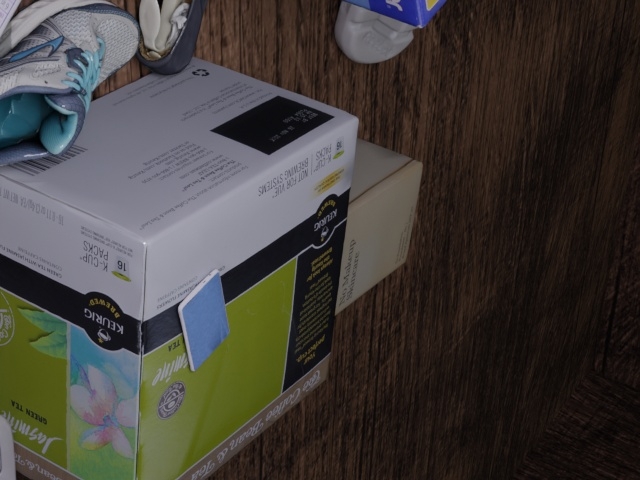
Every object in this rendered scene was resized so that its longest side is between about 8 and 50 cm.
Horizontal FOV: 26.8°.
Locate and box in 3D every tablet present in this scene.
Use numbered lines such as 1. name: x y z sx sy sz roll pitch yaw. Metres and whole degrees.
1. tablet: -0.099 0.068 1.149 0.054 0.006 0.083 -47 148 -34

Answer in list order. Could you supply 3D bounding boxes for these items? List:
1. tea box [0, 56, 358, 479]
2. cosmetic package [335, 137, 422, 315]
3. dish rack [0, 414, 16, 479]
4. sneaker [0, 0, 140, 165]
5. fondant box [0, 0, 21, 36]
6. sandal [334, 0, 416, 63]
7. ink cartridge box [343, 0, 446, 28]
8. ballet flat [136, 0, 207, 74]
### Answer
1. tea box: -0.150 0.041 1.290 0.329 0.220 0.324 -34 138 -49
2. cosmetic package: 0.000 0.000 1.688 0.309 0.113 0.160 -36 141 -50
3. dish rack: -0.406 0.314 1.177 0.333 0.072 0.286 -38 143 -47
4. sneaker: -0.230 -0.116 1.115 0.283 0.122 0.110 -40 144 -46
5. fondant box: -0.336 -0.100 0.778 0.330 0.238 0.096 -64 155 -9
6. sandal: 0.104 -0.409 1.592 0.169 0.102 0.416 0 124 -48
7. ink cartridge box: -0.009 -0.339 1.050 0.151 0.395 0.270 -55 152 -25
8. ballet flat: -0.133 -0.252 1.266 0.074 0.074 0.203 -15 125 -60
